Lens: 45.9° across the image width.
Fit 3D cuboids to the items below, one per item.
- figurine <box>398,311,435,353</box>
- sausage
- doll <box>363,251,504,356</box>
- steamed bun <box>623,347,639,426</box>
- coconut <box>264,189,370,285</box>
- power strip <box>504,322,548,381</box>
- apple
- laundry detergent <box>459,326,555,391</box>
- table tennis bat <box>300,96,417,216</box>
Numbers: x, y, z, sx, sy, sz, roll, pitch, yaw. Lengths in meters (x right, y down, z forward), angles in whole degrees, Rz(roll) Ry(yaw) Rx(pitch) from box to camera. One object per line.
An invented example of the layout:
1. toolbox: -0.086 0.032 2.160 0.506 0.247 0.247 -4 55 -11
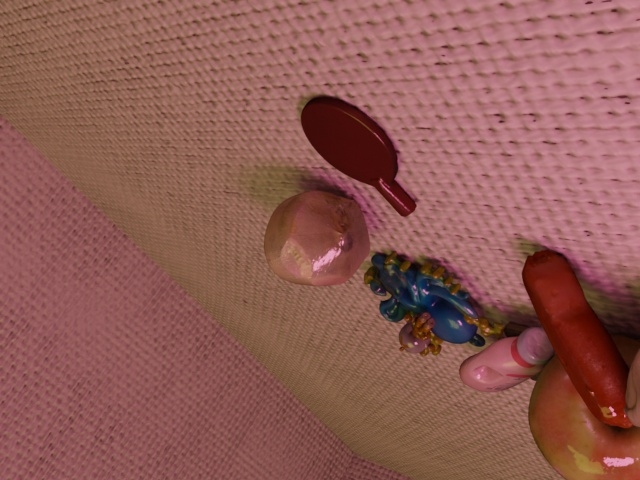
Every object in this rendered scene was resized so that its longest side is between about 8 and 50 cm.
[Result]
1. figurine: 0.233 0.222 1.787 0.143 0.068 0.101 -21 95 62
2. sausage: 0.473 0.179 1.384 0.348 0.097 0.094 64 163 16
3. doll: 0.259 0.145 1.825 0.341 0.099 0.346 43 152 7
4. steamed bun: 0.667 0.247 1.230 0.339 0.247 0.352 -26 120 17
5. coconut: 0.001 -0.002 1.687 0.227 0.227 0.230 45 154 -26
6. power strip: 0.519 0.285 1.807 0.092 0.034 0.268 11 148 43
7. apple: 0.582 0.349 1.515 0.319 0.319 0.277 23 176 23
8. laundry detergent: 0.430 0.274 1.720 0.159 0.087 0.335 5 158 -6
9. table tennis bat: 0.081 -0.160 1.486 0.310 0.038 0.200 45 155 -24
